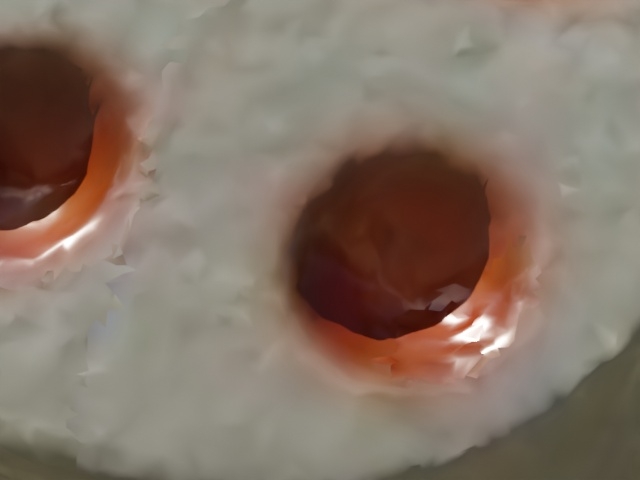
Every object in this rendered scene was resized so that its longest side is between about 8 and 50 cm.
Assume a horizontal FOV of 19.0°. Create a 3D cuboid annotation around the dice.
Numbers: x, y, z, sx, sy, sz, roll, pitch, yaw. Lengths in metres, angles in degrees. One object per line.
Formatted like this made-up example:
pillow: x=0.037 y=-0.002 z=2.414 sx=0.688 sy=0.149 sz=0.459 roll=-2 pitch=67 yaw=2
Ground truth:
dice: x=0.000 y=0.000 z=0.580 sx=0.251 sy=0.259 sz=0.243 roll=15 pitch=-23 yaw=11
